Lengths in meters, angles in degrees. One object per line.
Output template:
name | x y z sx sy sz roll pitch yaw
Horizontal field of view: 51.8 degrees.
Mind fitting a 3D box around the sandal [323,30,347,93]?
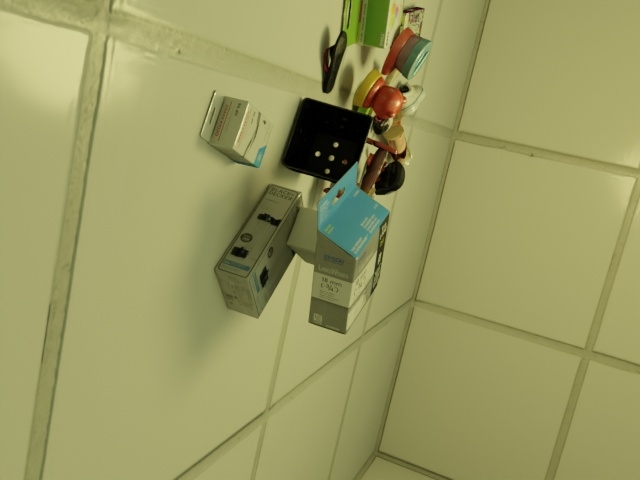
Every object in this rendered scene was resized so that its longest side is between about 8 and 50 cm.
sandal | 0.028 -0.476 1.760 0.067 0.040 0.179 -45 160 -46

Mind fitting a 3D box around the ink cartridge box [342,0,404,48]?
ink cartridge box | 0.153 -0.643 1.874 0.255 0.097 0.189 -45 145 -57

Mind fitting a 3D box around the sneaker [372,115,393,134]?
sneaker | 0.203 -0.416 2.220 0.077 0.072 0.178 -49 165 -31

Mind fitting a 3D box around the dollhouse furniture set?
dollhouse furniture set | 0.120 -0.214 2.057 0.374 0.152 0.201 -72 -174 -85

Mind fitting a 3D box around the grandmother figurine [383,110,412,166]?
grandmother figurine | 0.286 -0.368 2.476 0.342 0.104 0.208 59 38 -68

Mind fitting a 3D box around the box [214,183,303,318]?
box | -0.135 0.022 1.606 0.169 0.087 0.290 83 29 -49

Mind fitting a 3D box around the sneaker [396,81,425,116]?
sneaker | 0.332 -0.551 2.467 0.091 0.094 0.258 60 23 -20

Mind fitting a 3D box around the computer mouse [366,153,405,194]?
computer mouse | 0.229 -0.234 2.243 0.262 0.060 0.184 152 -51 -63

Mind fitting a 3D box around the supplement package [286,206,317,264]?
supplement package | 0.000 0.000 1.674 0.179 0.105 0.105 51 58 -70

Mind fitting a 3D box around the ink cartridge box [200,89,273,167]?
ink cartridge box | -0.168 -0.225 1.357 0.180 0.060 0.104 30 77 -71

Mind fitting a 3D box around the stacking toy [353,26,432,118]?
stacking toy | 0.233 -0.470 2.029 0.309 0.130 0.279 -54 171 -13

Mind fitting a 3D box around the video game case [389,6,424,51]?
video game case | 0.303 -0.707 2.329 0.232 0.041 0.210 -42 145 -57

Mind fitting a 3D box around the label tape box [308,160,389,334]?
label tape box | 0.074 0.018 1.564 0.241 0.105 0.334 -50 152 -51

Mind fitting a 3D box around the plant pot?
plant pot | 0.024 -0.237 1.730 0.167 0.187 0.188 64 43 -79
